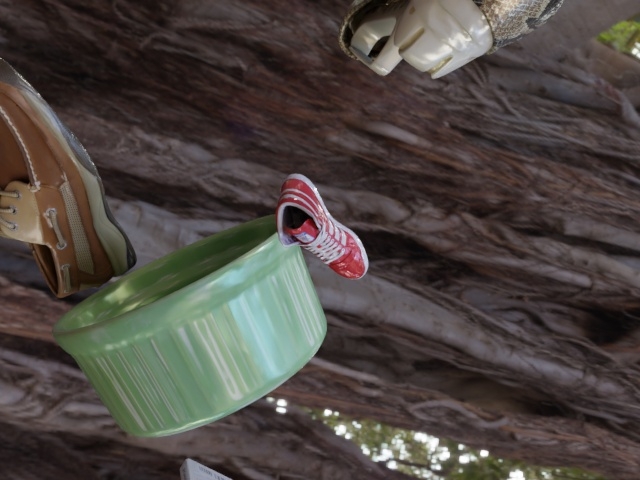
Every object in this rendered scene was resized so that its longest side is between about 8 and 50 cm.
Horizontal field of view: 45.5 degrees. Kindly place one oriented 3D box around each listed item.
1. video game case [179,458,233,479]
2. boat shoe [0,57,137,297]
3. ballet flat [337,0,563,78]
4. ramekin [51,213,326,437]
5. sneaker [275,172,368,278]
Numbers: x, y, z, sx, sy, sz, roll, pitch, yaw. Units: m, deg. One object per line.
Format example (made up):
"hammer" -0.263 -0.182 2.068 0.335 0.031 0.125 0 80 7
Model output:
"video game case" -0.072 0.358 0.935 0.023 0.212 0.193 -58 -164 -1
"boat shoe" -0.313 -0.046 0.857 0.120 0.324 0.123 -37 -129 -20
"ballet flat" 0.143 -0.294 1.027 0.182 0.164 0.483 -47 -160 -6
"ramekin" -0.141 0.098 0.902 0.303 0.303 0.148 -6 -69 59
"sneaker" 0.000 0.000 0.685 0.042 0.118 0.067 -33 -162 20
